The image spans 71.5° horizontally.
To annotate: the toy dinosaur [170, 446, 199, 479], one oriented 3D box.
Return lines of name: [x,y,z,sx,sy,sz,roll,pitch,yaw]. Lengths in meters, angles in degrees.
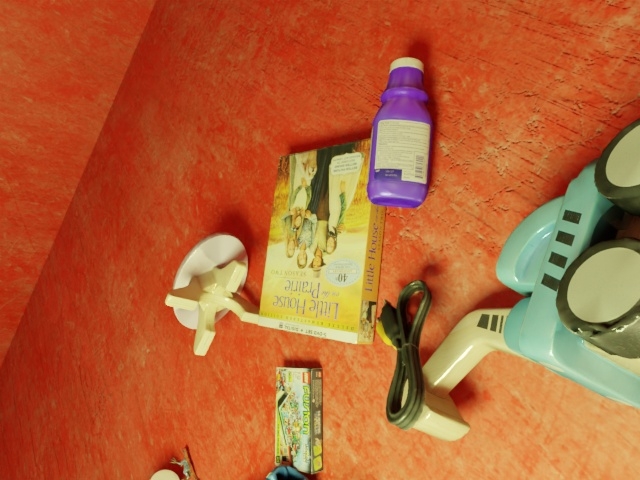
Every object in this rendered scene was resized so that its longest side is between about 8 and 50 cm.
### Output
toy dinosaur: [-0.363,0.614,1.223,0.090,0.047,0.082,1,63,6]

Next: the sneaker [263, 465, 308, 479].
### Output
sneaker: [-0.100,0.531,0.937,0.240,0.091,0.126,-14,87,30]

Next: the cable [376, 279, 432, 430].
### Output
cable: [0.152,0.170,0.724,0.139,0.072,0.287,-45,21,20]

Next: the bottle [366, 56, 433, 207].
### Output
bottle: [0.157,-0.208,0.864,0.118,0.092,0.283,5,82,0]

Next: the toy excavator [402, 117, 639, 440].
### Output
toy excavator: [0.305,0.105,0.600,0.433,0.222,0.445,-66,14,-10]

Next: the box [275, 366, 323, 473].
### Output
box: [-0.048,0.384,0.970,0.114,0.036,0.207,-13,72,40]

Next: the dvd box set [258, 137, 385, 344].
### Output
dvd box set: [0.000,0.000,0.997,0.307,0.062,0.420,0,81,43]

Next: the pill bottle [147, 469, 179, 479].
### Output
pill bottle: [-0.445,0.707,1.200,0.108,0.108,0.180,52,123,37]

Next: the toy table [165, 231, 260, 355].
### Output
toy table: [-0.264,0.132,1.105,0.161,0.252,0.274,45,123,56]
